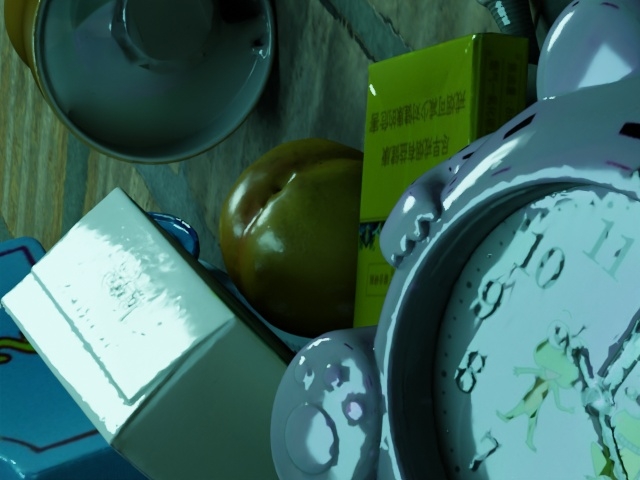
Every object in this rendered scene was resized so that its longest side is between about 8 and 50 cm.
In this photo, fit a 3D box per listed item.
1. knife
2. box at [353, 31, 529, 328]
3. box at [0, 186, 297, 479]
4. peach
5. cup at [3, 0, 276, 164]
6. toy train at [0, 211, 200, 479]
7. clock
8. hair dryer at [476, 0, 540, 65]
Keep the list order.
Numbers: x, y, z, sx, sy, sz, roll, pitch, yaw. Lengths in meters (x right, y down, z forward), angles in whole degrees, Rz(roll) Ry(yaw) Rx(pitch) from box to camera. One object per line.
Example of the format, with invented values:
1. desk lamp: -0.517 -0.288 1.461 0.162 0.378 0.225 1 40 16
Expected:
1. knife: -0.058 0.053 1.527 0.313 0.019 0.044 22 127 60
2. box: 0.063 0.026 1.110 0.153 0.041 0.279 174 99 -68
3. box: -0.055 0.118 1.257 0.274 0.116 0.203 47 177 -36
4. peach: 0.000 0.000 1.242 0.138 0.138 0.138 35 130 56
5. cup: -0.144 -0.186 1.471 0.226 0.182 0.264 -63 25 2
6. toy train: -0.187 0.121 1.499 0.300 0.265 0.188 -129 26 -50
7. clock: 0.144 0.066 0.895 0.295 0.113 0.322 45 118 32
8. hair dryer: 0.087 -0.215 1.082 0.220 0.054 0.195 67 151 21
